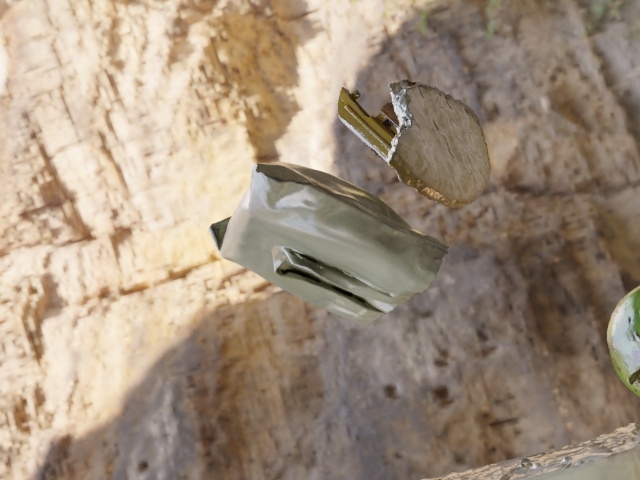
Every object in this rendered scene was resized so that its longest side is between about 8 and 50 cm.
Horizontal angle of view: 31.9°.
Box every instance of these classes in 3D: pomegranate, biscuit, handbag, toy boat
[{"bbox_3d":[0.530,0.170,1.697,0.263,0.211,0.211,-40,-66,-46],"label":"pomegranate"},{"bbox_3d":[0.152,-0.132,1.453,0.188,0.040,0.265,59,-147,-1],"label":"biscuit"},{"bbox_3d":[0.002,0.003,1.367,0.109,0.253,0.316,-65,8,-21],"label":"handbag"},{"bbox_3d":[0.118,-0.183,1.889,0.226,0.088,0.068,45,-168,15],"label":"toy boat"}]

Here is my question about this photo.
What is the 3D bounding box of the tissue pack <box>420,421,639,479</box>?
[{"bbox_3d":[0.234,0.402,1.101,0.207,0.297,0.380,4,-113,-67],"label":"tissue pack"}]
